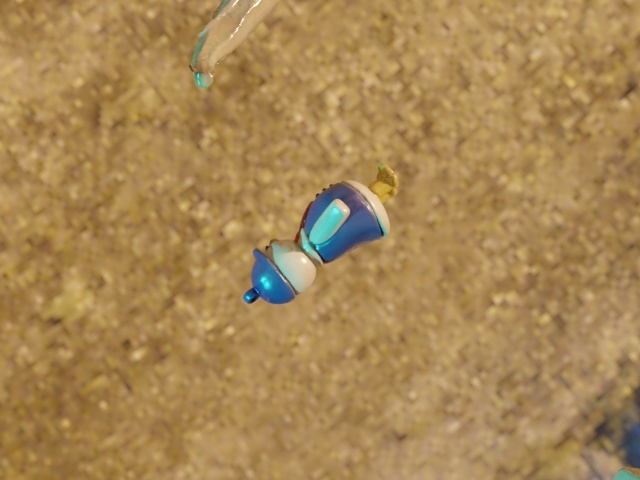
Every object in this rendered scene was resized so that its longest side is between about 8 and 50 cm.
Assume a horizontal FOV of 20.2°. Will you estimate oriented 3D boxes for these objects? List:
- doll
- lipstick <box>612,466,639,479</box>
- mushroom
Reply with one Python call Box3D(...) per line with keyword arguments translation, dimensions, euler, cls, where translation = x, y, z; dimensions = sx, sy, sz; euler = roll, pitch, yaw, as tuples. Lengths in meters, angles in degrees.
Box3D(translation=(0.000, 0.000, 1.315), dimensions=(0.143, 0.058, 0.099), euler=(-40, 168, -8), cls="doll")
Box3D(translation=(0.119, 0.305, 0.992), dimensions=(0.079, 0.076, 0.371), euler=(20, 98, -55), cls="lipstick")
Box3D(translation=(-0.034, -0.145, 0.772), dimensions=(0.043, 0.306, 0.068), euler=(35, 109, -26), cls="mushroom")
